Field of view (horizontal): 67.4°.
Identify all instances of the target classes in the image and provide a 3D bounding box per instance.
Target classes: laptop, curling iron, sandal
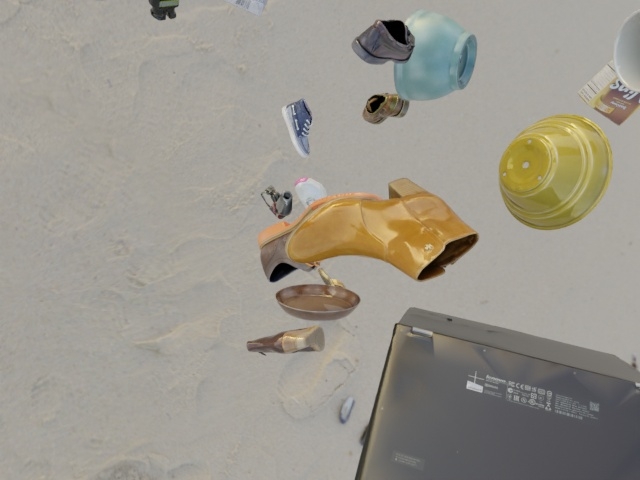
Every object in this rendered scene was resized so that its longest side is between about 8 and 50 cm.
[{"bbox_3d":[0.286,0.269,0.733,0.236,0.381,0.408,78,28,-55],"label":"laptop"},{"bbox_3d":[-0.075,-0.068,0.854,0.035,0.274,0.068,-37,98,-5],"label":"curling iron"},{"bbox_3d":[0.054,0.154,1.606,0.049,0.072,0.180,-31,59,-11],"label":"sandal"}]

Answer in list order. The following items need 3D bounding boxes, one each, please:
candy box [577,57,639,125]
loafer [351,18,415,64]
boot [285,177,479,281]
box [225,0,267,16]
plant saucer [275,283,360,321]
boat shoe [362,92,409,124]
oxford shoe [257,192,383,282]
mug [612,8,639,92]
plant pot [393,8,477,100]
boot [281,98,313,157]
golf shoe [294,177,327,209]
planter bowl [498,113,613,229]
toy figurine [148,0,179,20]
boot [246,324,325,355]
[{"bbox_3d":[0.622,-0.328,0.941,0.109,0.187,0.053,20,42,-24],"label":"candy box"},{"bbox_3d":[0.190,-0.522,1.239,0.109,0.095,0.302,47,40,5],"label":"loafer"},{"bbox_3d":[0.101,0.005,0.831,0.295,0.211,0.104,-27,133,-8],"label":"boot"},{"bbox_3d":[-0.153,-0.577,0.988,0.145,0.186,0.038,13,53,-26],"label":"box"},{"bbox_3d":[-0.006,0.123,0.943,0.168,0.168,0.029,-5,105,-32],"label":"plant saucer"},{"bbox_3d":[0.228,-0.531,1.887,0.104,0.307,0.111,11,90,-22],"label":"boat shoe"},{"bbox_3d":[0.000,0.000,1.104,0.129,0.363,0.133,16,59,-42],"label":"oxford shoe"},{"bbox_3d":[0.528,-0.288,0.659,0.169,0.150,0.113,-11,63,-6],"label":"mug"},{"bbox_3d":[0.396,-0.601,1.593,0.293,0.196,0.293,-35,135,-45],"label":"plant pot"},{"bbox_3d":[-0.060,-0.383,1.641,0.190,0.086,0.069,67,26,-9],"label":"boot"},{"bbox_3d":[-0.011,-0.138,2.006,0.306,0.115,0.140,50,25,-47],"label":"golf shoe"},{"bbox_3d":[0.394,-0.130,0.871,0.090,0.217,0.217,5,81,-34],"label":"planter bowl"},{"bbox_3d":[-0.354,-0.560,0.933,0.209,0.148,0.213,13,53,-11],"label":"toy figurine"},{"bbox_3d":[-0.108,0.336,1.611,0.248,0.206,0.090,25,59,-68],"label":"boot"}]
